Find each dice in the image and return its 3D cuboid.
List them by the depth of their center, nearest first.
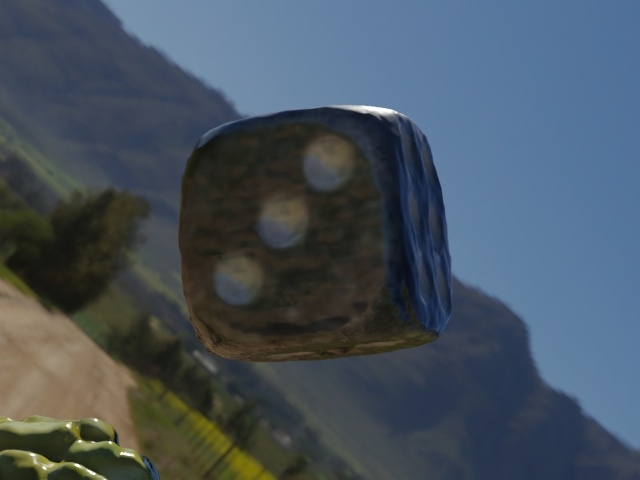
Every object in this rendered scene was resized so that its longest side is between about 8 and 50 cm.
[{"bbox_3d":[0.000,0.000,1.098,0.181,0.183,0.182,18,66,-70],"label":"dice"}]

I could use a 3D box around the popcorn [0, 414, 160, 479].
[{"bbox_3d":[-0.169,0.200,0.748,0.256,0.255,0.195,23,42,-55],"label":"popcorn"}]
